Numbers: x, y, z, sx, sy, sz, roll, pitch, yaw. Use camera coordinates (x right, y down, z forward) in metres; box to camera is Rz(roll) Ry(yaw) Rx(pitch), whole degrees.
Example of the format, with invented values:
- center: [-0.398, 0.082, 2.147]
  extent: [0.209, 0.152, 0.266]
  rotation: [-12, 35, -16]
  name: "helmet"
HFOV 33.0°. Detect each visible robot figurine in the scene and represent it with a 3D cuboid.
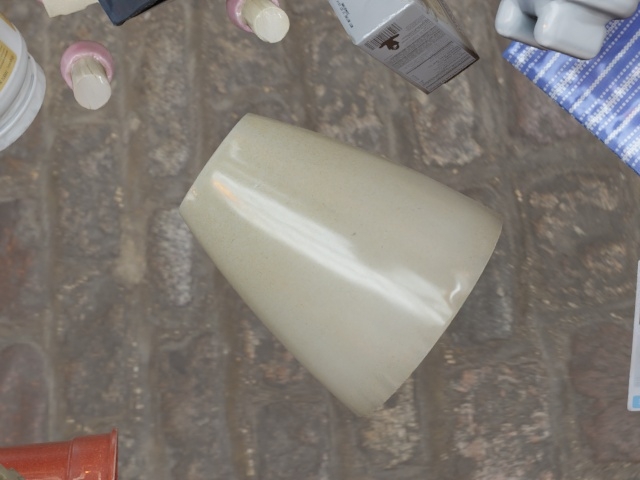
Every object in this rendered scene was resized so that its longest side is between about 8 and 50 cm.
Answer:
- center: [0.342, -0.420, 1.398]
  extent: [0.300, 0.199, 0.353]
  rotation: [28, 106, 44]
  name: "robot figurine"

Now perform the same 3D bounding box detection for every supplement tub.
- center: [-0.366, -0.178, 1.004]
  extent: [0.144, 0.200, 0.144]
  rotation: [-14, 55, 22]
  name: "supplement tub"

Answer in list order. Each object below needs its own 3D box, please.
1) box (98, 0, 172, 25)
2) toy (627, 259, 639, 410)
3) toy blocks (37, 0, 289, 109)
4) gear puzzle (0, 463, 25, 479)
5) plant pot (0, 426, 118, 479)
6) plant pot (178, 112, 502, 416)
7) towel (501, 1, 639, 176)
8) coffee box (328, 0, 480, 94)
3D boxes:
- center: [0.022, -0.168, 0.435]
  extent: [0.175, 0.220, 0.051]
  rotation: [-22, 103, 31]
  name: "box"
- center: [0.386, 0.114, 1.086]
  extent: [0.136, 0.237, 0.056]
  rotation: [-2, 41, 11]
  name: "toy"
- center: [-0.217, -0.359, 1.279]
  extent: [0.288, 0.260, 0.309]
  rotation: [-21, 117, -5]
  name: "toy blocks"
- center: [-0.328, 0.259, 1.114]
  extent: [0.339, 0.175, 0.044]
  rotation: [35, 94, 16]
  name: "gear puzzle"
- center: [-0.441, 0.418, 1.617]
  extent: [0.265, 0.272, 0.272]
  rotation: [1, 82, -9]
  name: "plant pot"
- center: [0.000, 0.000, 1.114]
  extent: [0.274, 0.256, 0.256]
  rotation: [35, 96, -3]
  name: "plant pot"
- center: [0.459, -0.256, 1.580]
  extent: [0.336, 0.040, 0.243]
  rotation: [44, 117, 11]
  name: "towel"
- center: [0.107, -0.309, 1.481]
  extent: [0.098, 0.246, 0.141]
  rotation: [-35, 68, 19]
  name: "coffee box"
